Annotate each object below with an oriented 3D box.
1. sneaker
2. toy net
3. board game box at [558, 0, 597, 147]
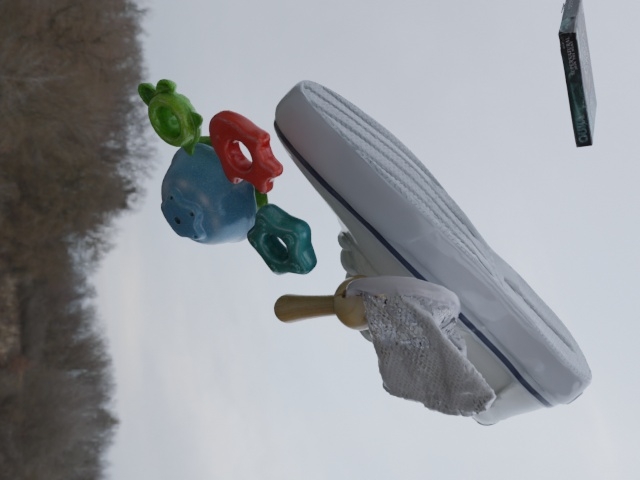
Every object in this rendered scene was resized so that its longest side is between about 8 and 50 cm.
[{"bbox_3d":[0.053,0.023,0.402,0.091,0.258,0.094,-38,-166,21],"label":"sneaker"},{"bbox_3d":[0.000,0.000,0.356,0.232,0.045,0.122,33,-41,18],"label":"toy net"},{"bbox_3d":[0.384,-0.250,1.003,0.186,0.026,0.126,66,35,-33],"label":"board game box"}]
